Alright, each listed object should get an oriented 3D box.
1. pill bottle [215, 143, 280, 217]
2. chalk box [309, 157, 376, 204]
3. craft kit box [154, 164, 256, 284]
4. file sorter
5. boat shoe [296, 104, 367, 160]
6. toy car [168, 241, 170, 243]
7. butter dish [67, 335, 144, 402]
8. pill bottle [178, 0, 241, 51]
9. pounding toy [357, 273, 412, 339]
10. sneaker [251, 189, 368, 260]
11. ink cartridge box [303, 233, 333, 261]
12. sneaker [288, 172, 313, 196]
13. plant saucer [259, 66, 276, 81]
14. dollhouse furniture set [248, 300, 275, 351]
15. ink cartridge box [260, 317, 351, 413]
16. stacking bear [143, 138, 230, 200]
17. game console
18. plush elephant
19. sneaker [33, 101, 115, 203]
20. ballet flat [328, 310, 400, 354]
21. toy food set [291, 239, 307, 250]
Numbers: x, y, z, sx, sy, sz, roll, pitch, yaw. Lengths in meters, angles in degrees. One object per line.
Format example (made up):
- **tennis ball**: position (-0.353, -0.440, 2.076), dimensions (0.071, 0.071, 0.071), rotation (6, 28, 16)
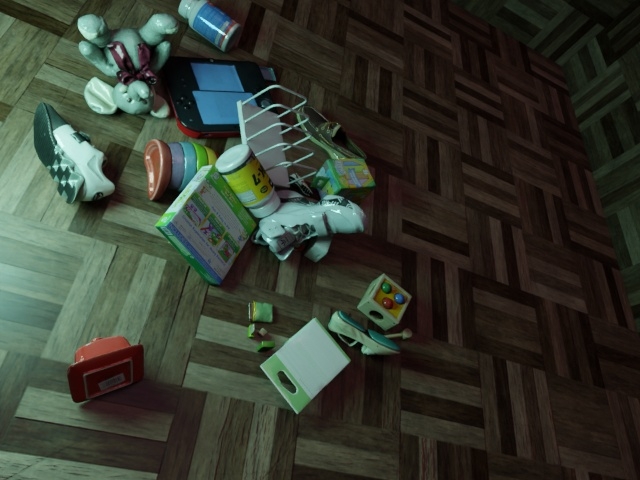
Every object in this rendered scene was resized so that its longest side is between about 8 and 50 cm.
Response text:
- **pill bottle**: position (-0.214, -0.176, 1.373), dimensions (0.208, 0.119, 0.119), rotation (58, 42, -37)
- **chalk box**: position (0.067, -0.208, 1.638), dimensions (0.213, 0.132, 0.132), rotation (-9, 67, -32)
- **craft kit box**: position (-0.316, -0.044, 1.301), dimensions (0.250, 0.061, 0.246), rotation (59, 46, -36)
- **file sorter**: position (-0.135, -0.340, 1.504), dimensions (0.193, 0.173, 0.277), rotation (4, 75, -52)
- **boat shoe**: position (0.050, -0.412, 1.750), dimensions (0.123, 0.123, 0.342), rotation (-35, 83, -38)
- **toy car**: position (-0.383, -0.012, 1.333), dimensions (0.122, 0.060, 0.040), rotation (13, 26, -30)
- **butter dish**: position (-0.509, 0.279, 1.056), dimensions (0.160, 0.160, 0.118), rotation (-14, 48, -34)
- **pill bottle**: position (-0.426, -0.842, 1.735), dimensions (0.221, 0.124, 0.124), rotation (35, 52, -8)
- **pounding toy**: position (0.235, 0.246, 1.496), dimensions (0.206, 0.094, 0.181), rotation (39, 52, -3)
- **sneaker**: position (-0.042, -0.035, 1.402), dimensions (0.366, 0.137, 0.210), rotation (13, 55, 31)
- **ink cartridge box**: position (0.000, 0.000, 1.510), dimensions (0.052, 0.088, 0.122), rotation (29, 53, -13)
- **sneaker**: position (-0.065, -0.202, 1.623), dimensions (0.109, 0.040, 0.044), rotation (44, 42, -5)
- **plant saucer**: position (-0.272, -0.664, 1.786), dimensions (0.192, 0.018, 0.067), rotation (-4, 65, -31)
- **dollhouse furniture set**: position (-0.166, 0.240, 1.303), dimensions (0.076, 0.058, 0.151), rotation (9, 60, -25)
- **ink cartridge box**: position (-0.045, 0.359, 1.304), dimensions (0.235, 0.056, 0.171), rotation (-36, 83, -35)
- **stacking bear**: position (-0.371, -0.219, 1.396), dimensions (0.289, 0.164, 0.175), rotation (-1, 72, -36)
- **game console**: position (-0.352, -0.521, 1.623), dimensions (0.387, 0.060, 0.342), rotation (-9, 72, -33)
- **plush elephant**: position (-0.584, -0.510, 1.394), dimensions (0.272, 0.330, 0.255), rotation (-17, 96, -33)
- **sneaker**: position (-0.693, -0.244, 1.271), dimensions (0.146, 0.122, 0.330), rotation (-14, 69, -53)
- **ballet flat**: position (0.132, 0.309, 1.420), dimensions (0.248, 0.086, 0.086), rotation (32, 53, -8)
- **toy food set**: position (-0.082, -0.002, 1.511), dimensions (0.083, 0.020, 0.082), rotation (7, 61, -26)
